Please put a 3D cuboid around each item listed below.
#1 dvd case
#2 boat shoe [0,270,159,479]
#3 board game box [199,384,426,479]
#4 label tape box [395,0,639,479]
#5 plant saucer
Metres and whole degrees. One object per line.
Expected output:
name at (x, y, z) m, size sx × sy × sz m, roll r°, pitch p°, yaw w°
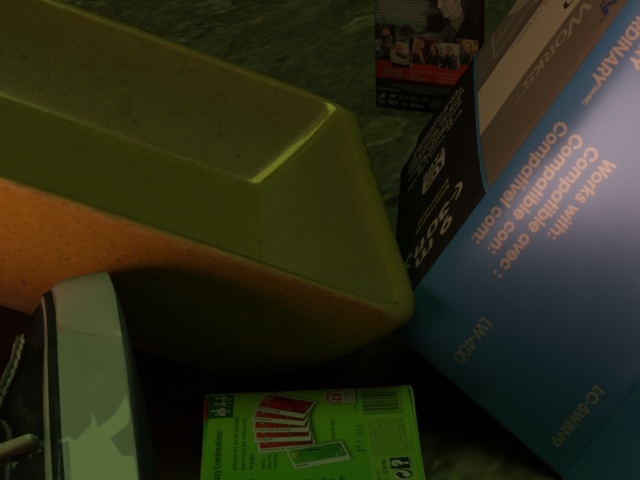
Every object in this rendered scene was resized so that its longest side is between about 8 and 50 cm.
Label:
dvd case at (0.081, -0.155, 1.117) m, size 0.087 × 0.119 × 0.013 m, roll 8°, pitch 25°, yaw 25°
boat shoe at (-0.107, 0.119, 0.514) m, size 0.105 × 0.113 × 0.306 m, roll -8°, pitch 39°, yaw -4°
board game box at (-0.002, 0.120, 0.582) m, size 0.092 × 0.043 × 0.181 m, roll -3°, pitch 23°, yaw 0°
label tape box at (0.139, -0.047, 0.697) m, size 0.106 × 0.240 × 0.333 m, roll 32°, pitch 22°, yaw -9°
plant saucer at (-0.134, -0.044, 0.765) m, size 0.333 × 0.081 × 0.332 m, roll 19°, pitch 18°, yaw -11°
